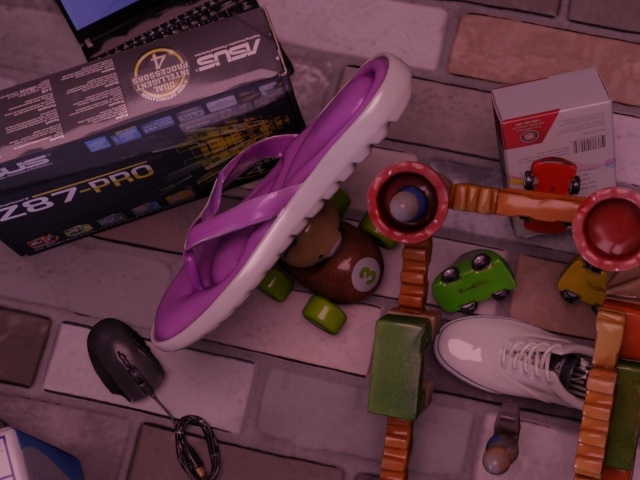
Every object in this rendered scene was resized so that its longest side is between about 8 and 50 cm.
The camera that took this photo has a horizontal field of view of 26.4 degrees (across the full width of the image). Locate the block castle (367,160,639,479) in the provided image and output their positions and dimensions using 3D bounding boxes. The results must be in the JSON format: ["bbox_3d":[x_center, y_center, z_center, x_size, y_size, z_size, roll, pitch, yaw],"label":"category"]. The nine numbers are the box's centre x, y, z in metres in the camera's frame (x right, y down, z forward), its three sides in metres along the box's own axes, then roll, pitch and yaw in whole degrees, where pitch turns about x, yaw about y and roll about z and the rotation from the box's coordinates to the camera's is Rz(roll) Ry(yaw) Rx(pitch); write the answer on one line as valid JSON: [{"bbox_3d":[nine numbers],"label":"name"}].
[{"bbox_3d":[0.186,0.154,1.432,0.303,0.213,0.453,8,97,14],"label":"block castle"}]

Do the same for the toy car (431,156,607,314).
[{"bbox_3d":[0.235,0.018,1.601,0.225,0.239,0.053,-23,29,21],"label":"toy car"}]

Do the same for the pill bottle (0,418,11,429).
[{"bbox_3d":[-0.409,0.234,1.589,0.078,0.137,0.078,-1,74,5],"label":"pill bottle"}]

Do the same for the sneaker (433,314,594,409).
[{"bbox_3d":[0.257,0.139,1.574,0.258,0.091,0.094,13,76,9],"label":"sneaker"}]

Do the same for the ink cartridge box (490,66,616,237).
[{"bbox_3d":[0.273,-0.100,1.595,0.128,0.175,0.072,-12,41,2],"label":"ink cartridge box"}]

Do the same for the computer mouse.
[{"bbox_3d":[-0.200,0.190,1.632,0.071,0.041,0.242,-40,75,-7],"label":"computer mouse"}]

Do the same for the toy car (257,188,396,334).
[{"bbox_3d":[0.000,0.000,1.588,0.149,0.188,0.155,31,80,13],"label":"toy car"}]

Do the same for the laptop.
[{"bbox_3d":[-0.199,-0.290,1.718,0.234,0.136,0.264,-27,73,-2],"label":"laptop"}]

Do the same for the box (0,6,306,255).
[{"bbox_3d":[-0.217,-0.116,1.577,0.395,0.318,0.097,-18,73,0],"label":"box"}]

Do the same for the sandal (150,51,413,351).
[{"bbox_3d":[-0.068,-0.058,1.501,0.102,0.169,0.416,39,99,-20],"label":"sandal"}]

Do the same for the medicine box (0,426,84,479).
[{"bbox_3d":[-0.327,0.373,1.476,0.149,0.263,0.289,-18,74,0],"label":"medicine box"}]
